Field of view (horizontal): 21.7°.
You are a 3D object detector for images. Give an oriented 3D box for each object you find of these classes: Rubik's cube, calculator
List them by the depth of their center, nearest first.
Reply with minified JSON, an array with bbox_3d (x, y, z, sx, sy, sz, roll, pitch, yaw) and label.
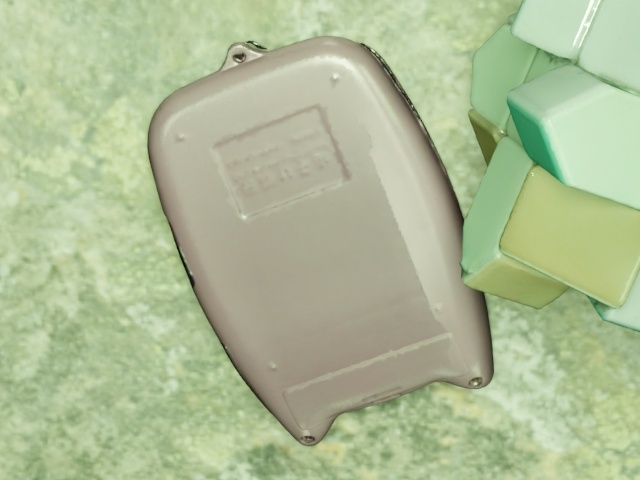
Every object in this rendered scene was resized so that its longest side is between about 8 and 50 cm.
[{"bbox_3d":[0.191,-0.050,0.995,0.213,0.265,0.224,18,111,-21],"label":"Rubik's cube"},{"bbox_3d":[0.000,0.001,1.139,0.194,0.043,0.294,-20,108,12],"label":"calculator"}]
